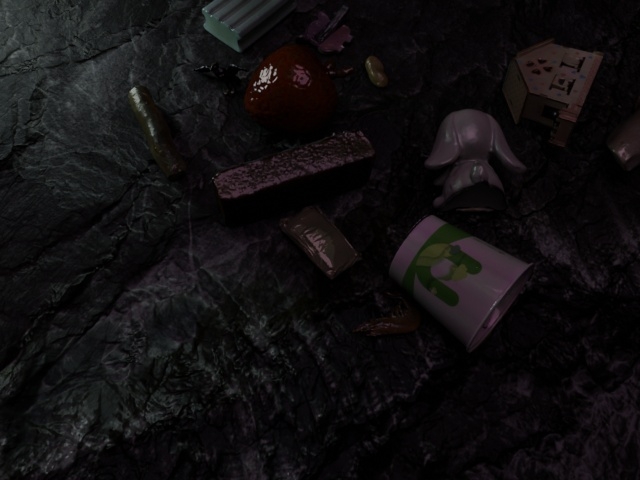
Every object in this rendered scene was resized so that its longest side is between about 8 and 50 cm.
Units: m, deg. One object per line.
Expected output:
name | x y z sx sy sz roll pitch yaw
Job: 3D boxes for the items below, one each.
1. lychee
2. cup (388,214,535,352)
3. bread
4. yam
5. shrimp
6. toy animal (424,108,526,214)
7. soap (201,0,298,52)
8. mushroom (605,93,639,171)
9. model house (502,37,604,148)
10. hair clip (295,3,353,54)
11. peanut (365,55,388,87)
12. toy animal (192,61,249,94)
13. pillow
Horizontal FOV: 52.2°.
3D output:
lychee | -0.059 -0.410 1.756 0.300 0.255 0.255 -36 67 13
cup | 0.323 0.087 1.539 0.274 0.253 0.253 38 65 23
bread | -0.068 -0.159 1.665 0.417 0.165 0.113 -19 67 -15
yam | -0.443 -0.292 1.757 0.067 0.071 0.317 -1 54 -48
shrimp | 0.156 0.173 1.582 0.178 0.034 0.124 -5 60 -10
toy animal | 0.389 -0.211 1.729 0.249 0.174 0.289 -20 67 -16
soap | -0.211 -0.705 1.985 0.160 0.087 0.265 37 65 13
mushroom | 0.899 -0.305 1.850 0.128 0.128 0.350 34 57 13
model house | 0.648 -0.432 1.889 0.244 0.169 0.326 23 60 15
hair clip | 0.030 -0.644 2.003 0.146 0.056 0.187 32 73 10
peanut | 0.166 -0.498 1.933 0.054 0.054 0.113 -14 67 -12
toy animal | -0.271 -0.468 1.847 0.220 0.108 0.062 8 59 39
pillow | 0.000 0.000 1.648 0.119 0.053 0.208 -34 70 -25
